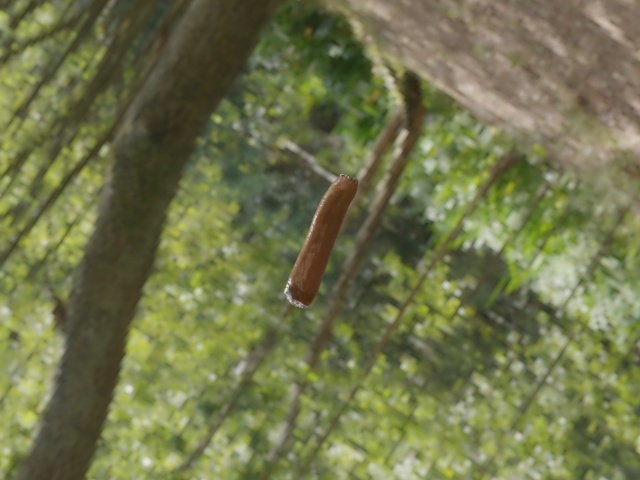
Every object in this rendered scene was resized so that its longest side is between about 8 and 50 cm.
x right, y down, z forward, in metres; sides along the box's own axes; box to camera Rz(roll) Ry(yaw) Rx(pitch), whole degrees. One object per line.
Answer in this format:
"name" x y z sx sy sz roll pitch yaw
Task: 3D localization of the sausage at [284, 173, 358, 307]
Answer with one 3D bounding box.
"sausage" 0.001 0.001 1.857 0.040 0.177 0.047 23 174 -6
